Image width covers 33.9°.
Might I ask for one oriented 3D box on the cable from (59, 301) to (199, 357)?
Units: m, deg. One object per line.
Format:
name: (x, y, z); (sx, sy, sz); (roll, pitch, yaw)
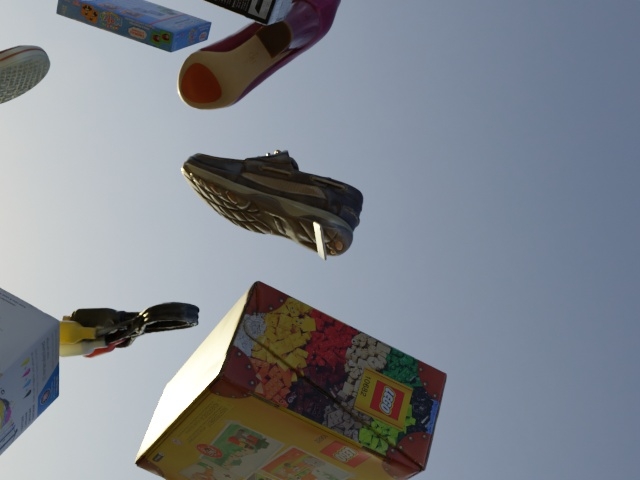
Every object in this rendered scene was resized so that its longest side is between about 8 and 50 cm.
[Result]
cable: (-0.267, 0.134, 1.461); (0.287, 0.139, 0.072); (-3, -112, 34)

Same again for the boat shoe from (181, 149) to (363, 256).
boat shoe: (-0.080, -0.086, 1.879); (0.355, 0.130, 0.132); (23, -26, 20)

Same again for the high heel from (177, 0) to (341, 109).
high heel: (-0.118, -0.358, 2.010); (0.377, 0.181, 0.127); (-16, -73, 45)

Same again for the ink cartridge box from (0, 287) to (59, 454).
ink cartridge box: (-0.481, 0.192, 1.382); (0.168, 0.233, 0.171); (26, -46, 14)

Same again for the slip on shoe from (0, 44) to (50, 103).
slip on shoe: (-0.567, -0.247, 1.581); (0.123, 0.331, 0.101); (31, 48, -74)

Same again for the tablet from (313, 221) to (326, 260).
tablet: (0.000, 0.000, 1.581); (0.083, 0.006, 0.054); (-147, -132, -82)

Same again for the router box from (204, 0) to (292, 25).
router box: (-0.097, -0.257, 1.032); (0.179, 0.133, 0.046); (-74, -175, -76)

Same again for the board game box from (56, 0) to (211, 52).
board game box: (-0.312, -0.376, 1.775); (0.211, 0.160, 0.039); (21, -67, 10)

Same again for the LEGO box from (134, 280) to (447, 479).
LEGO box: (-0.069, 0.325, 1.877); (0.372, 0.193, 0.500); (27, -36, -12)
